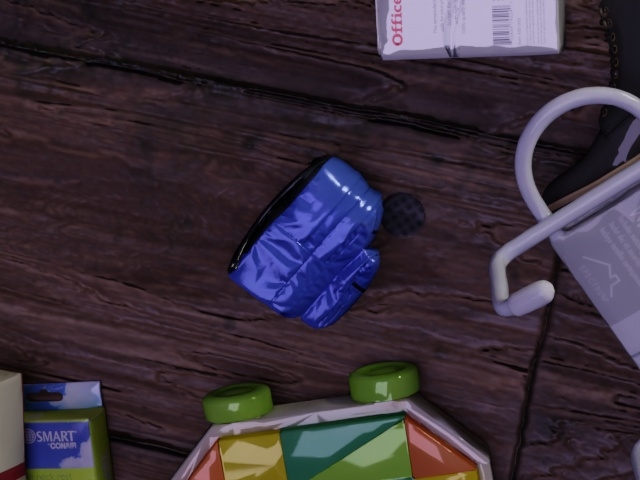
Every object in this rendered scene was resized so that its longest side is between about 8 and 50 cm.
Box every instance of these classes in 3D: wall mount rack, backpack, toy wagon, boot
[{"bbox_3d":[0.300,0.030,1.280,0.304,0.130,0.350,-33,112,15],"label":"wall mount rack"},{"bbox_3d":[0.000,0.000,1.414,0.101,0.098,0.120,36,94,-5],"label":"backpack"},{"bbox_3d":[-0.028,0.245,1.465,0.344,0.068,0.267,-9,99,6],"label":"toy wagon"},{"bbox_3d":[0.221,-0.112,1.359,0.198,0.077,0.137,-35,79,15],"label":"boot"}]

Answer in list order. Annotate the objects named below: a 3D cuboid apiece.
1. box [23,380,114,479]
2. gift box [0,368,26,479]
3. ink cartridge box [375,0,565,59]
[{"bbox_3d":[-0.227,0.210,1.537,0.109,0.042,0.178,-3,101,14],"label":"box"},{"bbox_3d":[-0.385,0.240,1.442,0.255,0.258,0.276,1,99,30],"label":"gift box"},{"bbox_3d":[0.112,-0.187,1.367,0.135,0.056,0.099,0,101,13],"label":"ink cartridge box"}]
